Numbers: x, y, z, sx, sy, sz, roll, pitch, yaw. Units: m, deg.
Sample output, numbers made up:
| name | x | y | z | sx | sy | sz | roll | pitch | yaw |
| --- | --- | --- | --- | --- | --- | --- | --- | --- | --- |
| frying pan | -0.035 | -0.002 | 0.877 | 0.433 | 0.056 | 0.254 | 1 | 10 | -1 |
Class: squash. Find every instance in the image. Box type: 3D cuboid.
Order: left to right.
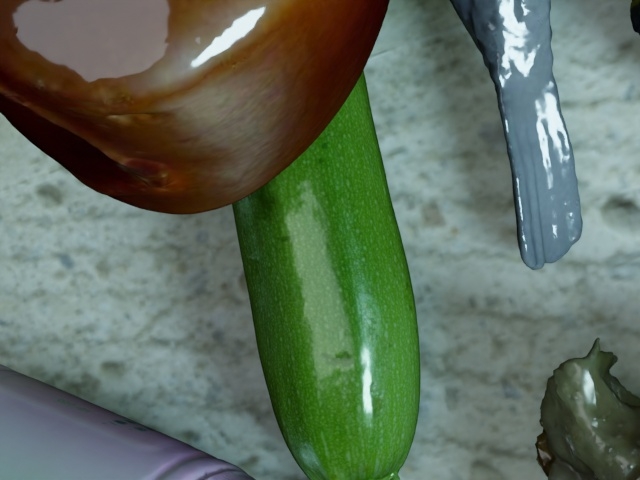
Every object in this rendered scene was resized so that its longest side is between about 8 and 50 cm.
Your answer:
| name | x | y | z | sx | sy | sz | roll | pitch | yaw |
| --- | --- | --- | --- | --- | --- | --- | --- | --- | --- |
| squash | 0.000 | 0.000 | 0.953 | 0.101 | 0.101 | 0.378 | -9 | 88 | 19 |

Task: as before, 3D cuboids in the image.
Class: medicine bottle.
| name | x | y | z | sx | sy | sz | roll | pitch | yaw |
| --- | --- | --- | --- | --- | --- | --- | --- | --- | --- |
| medicine bottle | -0.133 | 0.180 | 0.954 | 0.254 | 0.152 | 0.152 | 19 | 98 | 30 |

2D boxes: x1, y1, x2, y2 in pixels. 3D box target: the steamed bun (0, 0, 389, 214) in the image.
| name | x | y | z | sx | sy | sz | roll | pitch | yaw |
| --- | --- | --- | --- | --- | --- | --- | --- | --- | --- |
| steamed bun | -0.077 | -0.220 | 0.827 | 0.248 | 0.235 | 0.379 | -17 | 74 | 3 |

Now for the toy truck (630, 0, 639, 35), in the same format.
| name | x | y | z | sx | sy | sz | roll | pitch | yaw |
| --- | --- | --- | --- | --- | --- | --- | --- | --- | --- |
| toy truck | 0.269 | -0.155 | 0.843 | 0.224 | 0.147 | 0.165 | -15 | 59 | 20 |

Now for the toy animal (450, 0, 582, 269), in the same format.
| name | x | y | z | sx | sy | sz | roll | pitch | yaw |
| --- | --- | --- | --- | --- | --- | --- | --- | --- | --- |
| toy animal | 0.104 | -0.179 | 0.881 | 0.081 | 0.206 | 0.367 | -19 | 83 | -22 |

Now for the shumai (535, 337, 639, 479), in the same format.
| name | x | y | z | sx | sy | sz | roll | pitch | yaw |
| --- | --- | --- | --- | --- | --- | --- | --- | --- | --- |
| shumai | 0.204 | 0.131 | 0.873 | 0.206 | 0.166 | 0.175 | -53 | 53 | 12 |
